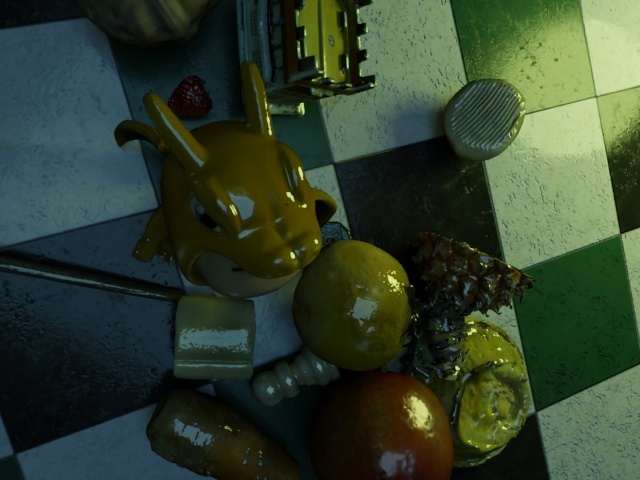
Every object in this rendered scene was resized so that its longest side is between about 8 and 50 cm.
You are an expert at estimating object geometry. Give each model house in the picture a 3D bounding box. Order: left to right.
[{"bbox_3d":[-0.036,-0.349,0.892,0.199,0.215,0.224,-9,98,-49],"label":"model house"}]

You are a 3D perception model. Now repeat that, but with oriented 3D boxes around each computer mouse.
[{"bbox_3d":[0.000,0.000,1.010,0.135,0.047,0.079,7,79,-7],"label":"computer mouse"}]

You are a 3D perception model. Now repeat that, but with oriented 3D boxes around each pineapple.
[{"bbox_3d":[0.249,0.148,1.006,0.263,0.262,0.271,28,88,-17],"label":"pineapple"}]

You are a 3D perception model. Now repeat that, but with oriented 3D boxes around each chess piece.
[{"bbox_3d":[-0.052,0.269,0.989,0.171,0.094,0.094,-27,101,-11],"label":"chess piece"}]

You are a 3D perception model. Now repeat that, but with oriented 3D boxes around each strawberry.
[{"bbox_3d":[-0.238,-0.256,0.910,0.083,0.073,0.073,-28,101,-1],"label":"strawberry"}]

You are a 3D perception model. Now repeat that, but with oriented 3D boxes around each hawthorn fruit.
[{"bbox_3d":[0.119,0.354,0.958,0.277,0.277,0.297,6,76,-18],"label":"hawthorn fruit"}]

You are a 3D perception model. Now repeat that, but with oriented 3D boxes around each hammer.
[{"bbox_3d":[-0.423,0.064,0.862,0.366,0.111,0.043,16,97,-25],"label":"hammer"}]

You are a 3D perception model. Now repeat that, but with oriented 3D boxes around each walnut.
[{"bbox_3d":[-0.275,-0.430,0.804,0.249,0.248,0.248,-1,93,-18],"label":"walnut"}]

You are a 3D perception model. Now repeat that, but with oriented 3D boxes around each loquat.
[{"bbox_3d":[0.068,0.120,0.916,0.244,0.244,0.243,-1,93,-18],"label":"loquat"}]

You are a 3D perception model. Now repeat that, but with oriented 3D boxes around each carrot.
[{"bbox_3d":[-0.175,0.380,0.936,0.302,0.139,0.138,36,82,-23],"label":"carrot"}]

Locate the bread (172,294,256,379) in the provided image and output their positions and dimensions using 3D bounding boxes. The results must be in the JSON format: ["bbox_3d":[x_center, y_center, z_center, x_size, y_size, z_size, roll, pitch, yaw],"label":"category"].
[{"bbox_3d":[-0.193,0.177,0.913,0.141,0.134,0.148,5,80,-14],"label":"bread"}]

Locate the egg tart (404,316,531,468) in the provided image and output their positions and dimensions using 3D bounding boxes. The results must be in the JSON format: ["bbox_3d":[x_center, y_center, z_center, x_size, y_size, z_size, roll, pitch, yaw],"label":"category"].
[{"bbox_3d":[0.340,0.347,1.098,0.346,0.132,0.345,-2,95,-20],"label":"egg tart"}]

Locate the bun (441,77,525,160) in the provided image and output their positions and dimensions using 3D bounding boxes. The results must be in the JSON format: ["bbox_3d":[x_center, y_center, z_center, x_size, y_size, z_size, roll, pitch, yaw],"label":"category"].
[{"bbox_3d":[0.345,-0.256,1.072,0.173,0.113,0.166,-19,94,7],"label":"bun"}]

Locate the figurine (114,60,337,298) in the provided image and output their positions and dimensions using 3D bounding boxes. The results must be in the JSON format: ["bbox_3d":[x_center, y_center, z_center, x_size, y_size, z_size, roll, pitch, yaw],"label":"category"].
[{"bbox_3d":[-0.167,-0.062,0.782,0.401,0.387,0.268,30,69,-11],"label":"figurine"}]
